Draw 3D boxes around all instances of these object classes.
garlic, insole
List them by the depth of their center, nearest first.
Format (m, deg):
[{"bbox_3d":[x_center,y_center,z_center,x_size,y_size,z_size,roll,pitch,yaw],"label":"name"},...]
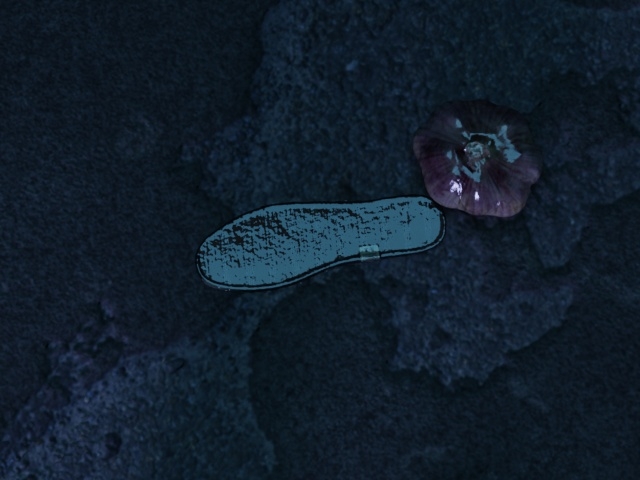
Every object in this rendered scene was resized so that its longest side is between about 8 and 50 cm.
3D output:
[{"bbox_3d":[0.190,-0.100,1.690,0.159,0.102,0.147,44,80,11],"label":"garlic"},{"bbox_3d":[0.000,0.000,1.717,0.309,0.012,0.110,-7,74,1],"label":"insole"}]
